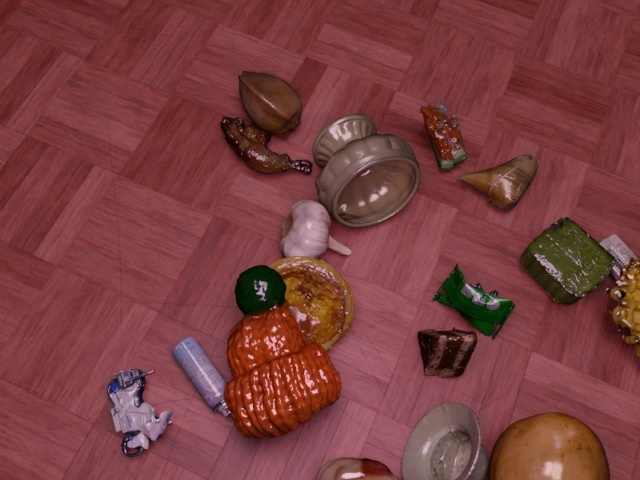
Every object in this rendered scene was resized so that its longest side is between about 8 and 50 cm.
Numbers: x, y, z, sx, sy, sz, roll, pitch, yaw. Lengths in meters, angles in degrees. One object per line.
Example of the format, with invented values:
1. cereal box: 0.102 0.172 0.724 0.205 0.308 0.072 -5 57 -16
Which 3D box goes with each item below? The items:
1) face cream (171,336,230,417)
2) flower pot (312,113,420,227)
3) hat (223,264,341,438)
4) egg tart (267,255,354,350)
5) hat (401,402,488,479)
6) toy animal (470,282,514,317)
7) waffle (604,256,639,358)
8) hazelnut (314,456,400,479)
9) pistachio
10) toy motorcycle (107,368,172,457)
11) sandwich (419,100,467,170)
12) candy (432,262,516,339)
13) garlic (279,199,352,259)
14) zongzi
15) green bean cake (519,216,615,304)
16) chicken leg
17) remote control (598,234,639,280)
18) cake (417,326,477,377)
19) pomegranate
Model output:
1. face cream: -0.301 0.365 1.650 0.075 0.075 0.229 -36 73 -16
2. flower pot: 0.114 -0.210 1.819 0.307 0.307 0.244 -20 53 -10
3. hat: -0.139 0.274 1.540 0.285 0.285 0.400 -26 91 -13
4. egg tart: -0.053 0.175 1.698 0.290 0.115 0.290 1 97 6
5. hat: 0.335 0.547 1.549 0.130 0.257 0.257 36 66 -23
6. toy animal: 0.480 0.170 1.779 0.135 0.047 0.065 41 79 9
7. waffle: 0.990 0.186 1.729 0.382 0.095 0.379 -33 89 -12
8. hazelnut: 0.098 0.648 1.477 0.261 0.241 0.261 -12 42 11
9. pistachio: -0.172 -0.445 1.944 0.163 0.213 0.260 -47 67 1
10. toy motorcycle: -0.464 0.430 1.605 0.150 0.102 0.221 -24 69 1
11. sandwich: 0.388 -0.331 1.937 0.109 0.160 0.185 -18 59 11
12. candy: 0.422 0.177 1.731 0.203 0.141 0.078 34 51 14
13. garlic: 0.000 0.000 1.782 0.226 0.199 0.199 22 65 -21
14. zongzi: 0.550 -0.207 1.925 0.197 0.099 0.194 33 69 19
15. green bean cake: 0.710 0.060 1.800 0.200 0.113 0.214 -35 72 -19
16. chicken leg: -0.179 -0.288 1.944 0.177 0.083 0.322 -33 68 -34
17. remote control: 0.901 0.093 1.826 0.090 0.049 0.230 -29 71 -13
18. cake: 0.335 0.300 1.619 0.112 0.246 0.135 -4 86 -5
19. pomegranate: 0.540 0.547 1.485 0.307 0.307 0.307 1 66 -2
